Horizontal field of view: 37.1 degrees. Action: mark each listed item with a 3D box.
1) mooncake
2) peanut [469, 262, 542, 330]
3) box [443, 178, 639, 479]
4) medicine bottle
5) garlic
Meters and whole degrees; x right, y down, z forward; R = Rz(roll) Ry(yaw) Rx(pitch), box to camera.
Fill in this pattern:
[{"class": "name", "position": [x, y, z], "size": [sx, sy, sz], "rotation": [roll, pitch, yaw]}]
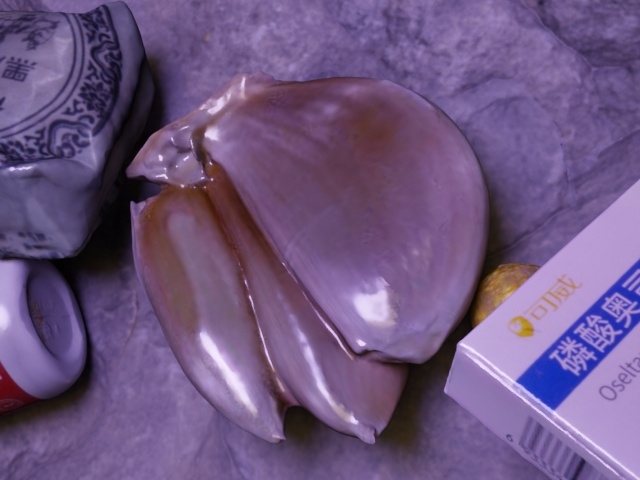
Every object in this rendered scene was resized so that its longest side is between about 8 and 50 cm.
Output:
[{"class": "mooncake", "position": [-0.273, -0.105, 0.806], "size": [0.254, 0.136, 0.250], "rotation": [1, 49, 16]}, {"class": "peanut", "position": [0.180, 0.107, 0.696], "size": [0.087, 0.087, 0.207], "rotation": [-29, 68, 6]}, {"class": "box", "position": [0.265, 0.040, 0.609], "size": [0.343, 0.065, 0.200], "rotation": [-37, 59, -27]}, {"class": "medicine bottle", "position": [-0.335, 0.103, 0.811], "size": [0.250, 0.131, 0.131], "rotation": [-20, 72, 9]}, {"class": "garlic", "position": [-0.001, 0.000, 0.747], "size": [0.279, 0.132, 0.325], "rotation": [-40, 67, 3]}]
